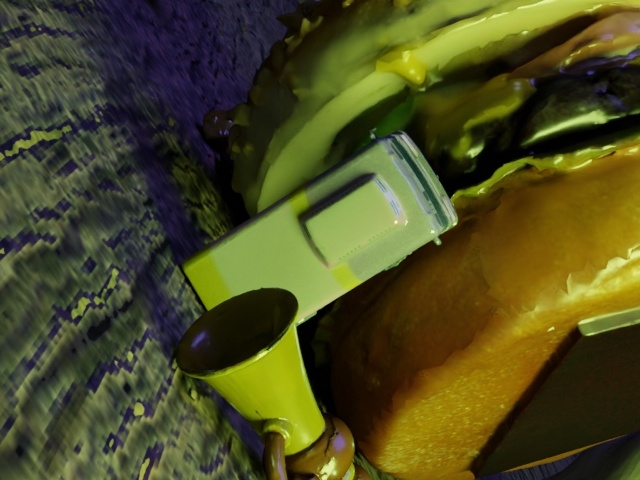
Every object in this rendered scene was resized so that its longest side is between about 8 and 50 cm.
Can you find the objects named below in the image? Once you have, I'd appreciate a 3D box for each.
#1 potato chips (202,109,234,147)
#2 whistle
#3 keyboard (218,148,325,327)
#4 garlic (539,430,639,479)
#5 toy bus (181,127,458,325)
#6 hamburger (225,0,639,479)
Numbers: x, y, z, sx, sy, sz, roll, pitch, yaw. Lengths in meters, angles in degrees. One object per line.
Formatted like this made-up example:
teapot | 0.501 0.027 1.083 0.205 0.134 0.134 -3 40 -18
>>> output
potato chips | -0.029 -0.044 1.025 0.204 0.026 0.037 44 29 -69
whistle | -0.004 0.074 0.593 0.109 0.046 0.057 62 -10 -21
keyboard | 0.001 0.038 0.933 0.198 0.010 0.063 56 5 -16
garlic | 0.221 0.181 1.050 0.178 0.143 0.229 31 -17 -34
toy bus | 0.000 0.000 0.690 0.052 0.102 0.058 58 9 1
hamburger | 0.103 -0.026 0.832 0.291 0.291 0.225 45 23 -64
